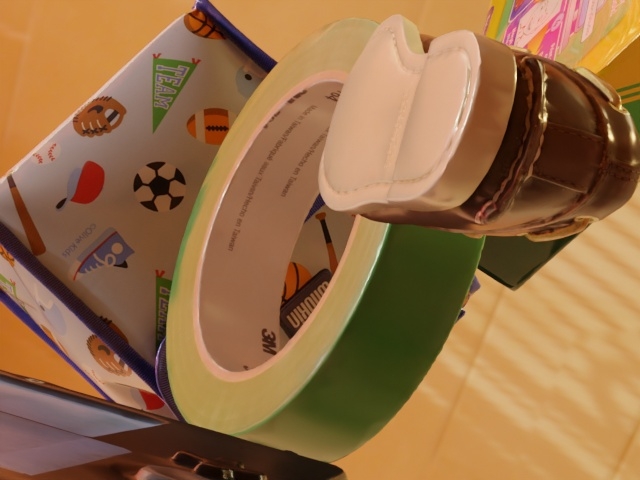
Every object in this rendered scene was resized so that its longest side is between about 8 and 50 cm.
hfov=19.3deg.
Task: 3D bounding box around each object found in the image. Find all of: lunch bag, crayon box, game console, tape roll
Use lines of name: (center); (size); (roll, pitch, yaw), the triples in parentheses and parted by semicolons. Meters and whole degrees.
lunch bag: (-0.086, 0.021, 1.752); (0.385, 0.239, 0.328); (44, -108, 8)
crayon box: (0.247, -0.182, 1.597); (0.106, 0.313, 0.363); (32, -135, -14)
game console: (-0.199, 0.088, 0.917); (0.386, 0.060, 0.342); (15, -174, 13)
tape roll: (0.000, 0.000, 1.358); (0.077, 0.321, 0.321); (22, -150, -26)

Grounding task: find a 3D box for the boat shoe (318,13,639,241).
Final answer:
boat shoe: (0.075, -0.056, 1.009); (0.097, 0.116, 0.324); (17, -179, -12)
